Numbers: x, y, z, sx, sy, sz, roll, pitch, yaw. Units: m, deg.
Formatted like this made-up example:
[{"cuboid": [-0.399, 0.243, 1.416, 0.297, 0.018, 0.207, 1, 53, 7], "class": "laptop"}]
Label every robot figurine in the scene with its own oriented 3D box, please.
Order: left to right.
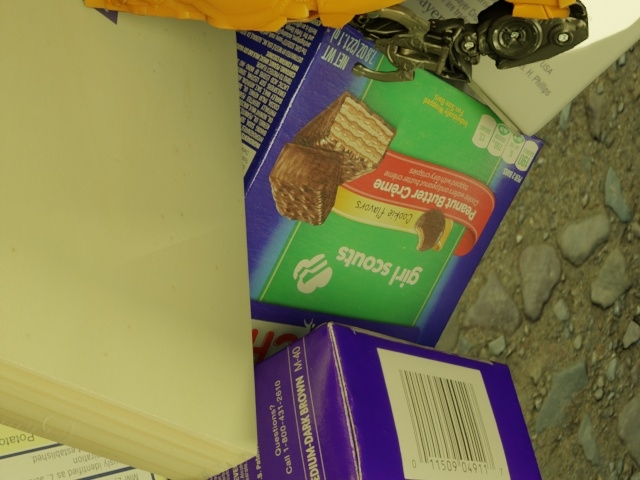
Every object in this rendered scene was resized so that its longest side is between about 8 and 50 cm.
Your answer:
[{"cuboid": [0.012, -0.182, 0.420, 0.211, 0.291, 0.085, 87, 12, -47], "class": "robot figurine"}]

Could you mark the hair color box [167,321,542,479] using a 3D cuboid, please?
[{"cuboid": [-0.035, 0.183, 0.623, 0.185, 0.339, 0.110, 19, 48, -41], "class": "hair color box"}]

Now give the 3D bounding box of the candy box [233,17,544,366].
[{"cuboid": [0.000, 0.000, 0.700, 0.268, 0.122, 0.317, 19, 103, -41], "class": "candy box"}]

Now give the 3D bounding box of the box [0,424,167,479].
[{"cuboid": [-0.191, 0.132, 0.485, 0.117, 0.213, 0.243, -4, 65, -38], "class": "box"}]

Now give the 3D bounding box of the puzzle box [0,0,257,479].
[{"cuboid": [-0.152, -0.097, 0.465, 0.272, 0.052, 0.409, 33, 37, -39], "class": "puzzle box"}]

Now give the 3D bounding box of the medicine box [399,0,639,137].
[{"cuboid": [0.218, -0.253, 0.674, 0.149, 0.263, 0.289, 45, 112, -5], "class": "medicine box"}]
